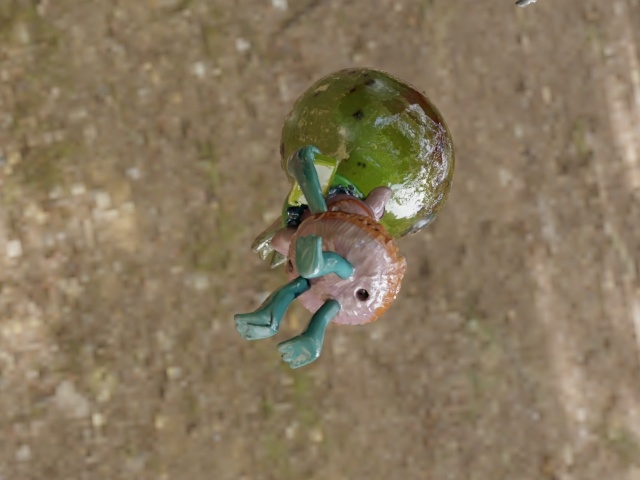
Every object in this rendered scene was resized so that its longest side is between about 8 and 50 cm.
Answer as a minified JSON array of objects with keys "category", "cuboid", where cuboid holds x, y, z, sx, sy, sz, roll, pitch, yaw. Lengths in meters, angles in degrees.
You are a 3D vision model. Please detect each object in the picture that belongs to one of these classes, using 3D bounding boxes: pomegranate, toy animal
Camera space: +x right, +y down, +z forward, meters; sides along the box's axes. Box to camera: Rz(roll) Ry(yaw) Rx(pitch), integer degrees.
[{"category":"pomegranate","cuboid":[0.028,-0.040,1.263,0.129,0.129,0.159,23,80,-59]},{"category":"toy animal","cuboid":[0.000,0.000,1.095,0.103,0.100,0.208,64,17,-13]}]

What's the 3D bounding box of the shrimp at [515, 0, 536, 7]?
[{"category":"shrimp","cuboid":[0.188,-0.266,1.404,0.116,0.343,0.145,-59,151,-34]}]
